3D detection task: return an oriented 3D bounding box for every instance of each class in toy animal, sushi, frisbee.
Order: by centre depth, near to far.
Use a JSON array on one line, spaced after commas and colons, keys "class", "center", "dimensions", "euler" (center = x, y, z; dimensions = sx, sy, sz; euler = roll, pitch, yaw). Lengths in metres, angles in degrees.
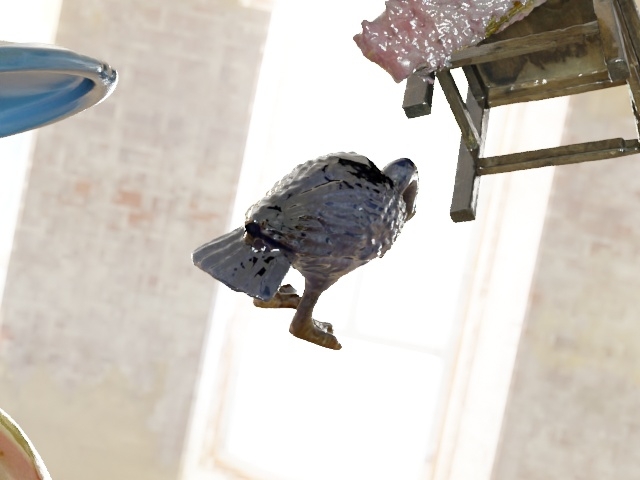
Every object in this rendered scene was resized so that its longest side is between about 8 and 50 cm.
[{"class": "frisbee", "center": [-0.283, -0.102, 1.150], "dimensions": [0.289, 0.049, 0.289], "euler": [-11, 176, -1]}, {"class": "toy animal", "center": [0.000, 0.000, 1.607], "dimensions": [0.122, 0.185, 0.298], "euler": [41, -161, 27]}, {"class": "sushi", "center": [0.153, -0.248, 1.689], "dimensions": [0.107, 0.241, 0.161], "euler": [53, -168, 5]}]

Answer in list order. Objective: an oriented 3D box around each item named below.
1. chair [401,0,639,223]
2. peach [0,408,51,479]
[{"class": "chair", "center": [0.246, -0.241, 1.885], "dimensions": [0.240, 0.416, 0.203], "euler": [-12, 132, 21]}, {"class": "peach", "center": [-0.195, 0.154, 0.765], "dimensions": [0.184, 0.184, 0.184], "euler": [11, -176, -1]}]
